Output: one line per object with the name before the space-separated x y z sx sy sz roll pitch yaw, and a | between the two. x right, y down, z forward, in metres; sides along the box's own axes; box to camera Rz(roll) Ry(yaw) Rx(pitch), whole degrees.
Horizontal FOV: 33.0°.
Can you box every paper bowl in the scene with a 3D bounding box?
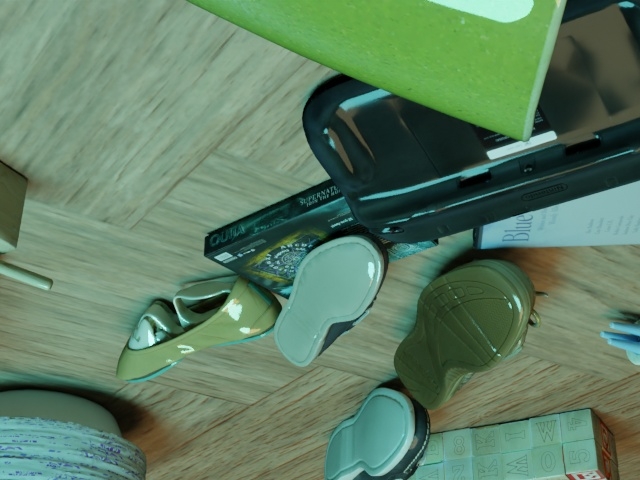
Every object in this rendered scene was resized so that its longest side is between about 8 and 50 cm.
paper bowl | -0.370 0.293 1.414 0.284 0.148 0.284 0 150 0

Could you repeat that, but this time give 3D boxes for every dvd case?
dvd case | 0.262 -0.047 0.935 0.253 0.022 0.180 -2 150 4

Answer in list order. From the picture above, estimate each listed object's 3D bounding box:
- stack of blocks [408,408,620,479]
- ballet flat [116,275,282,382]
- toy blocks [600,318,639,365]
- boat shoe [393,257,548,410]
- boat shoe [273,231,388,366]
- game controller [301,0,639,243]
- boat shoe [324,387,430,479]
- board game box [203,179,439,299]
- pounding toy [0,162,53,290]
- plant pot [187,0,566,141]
stack of blocks | 0.264 0.328 1.527 0.297 0.087 0.171 -15 147 24
ballet flat | -0.144 0.086 1.144 0.232 0.080 0.073 -22 115 30
toy blocks | 0.391 0.100 1.160 0.148 0.054 0.123 12 149 -20
boat shoe | 0.156 0.086 1.113 0.089 0.104 0.285 -30 167 -25
boat shoe | 0.018 0.048 1.034 0.065 0.075 0.206 -33 165 -38
game controller | 0.145 -0.091 0.810 0.319 0.067 0.166 -17 121 27
boat shoe | 0.090 0.263 1.403 0.091 0.114 0.302 10 161 -14
board game box | 0.000 0.000 1.016 0.186 0.026 0.126 -22 144 33
pounding toy | -0.316 -0.016 0.917 0.130 0.100 0.141 -16 147 26
plant pot | -0.023 -0.207 0.458 0.293 0.275 0.275 13 152 9
